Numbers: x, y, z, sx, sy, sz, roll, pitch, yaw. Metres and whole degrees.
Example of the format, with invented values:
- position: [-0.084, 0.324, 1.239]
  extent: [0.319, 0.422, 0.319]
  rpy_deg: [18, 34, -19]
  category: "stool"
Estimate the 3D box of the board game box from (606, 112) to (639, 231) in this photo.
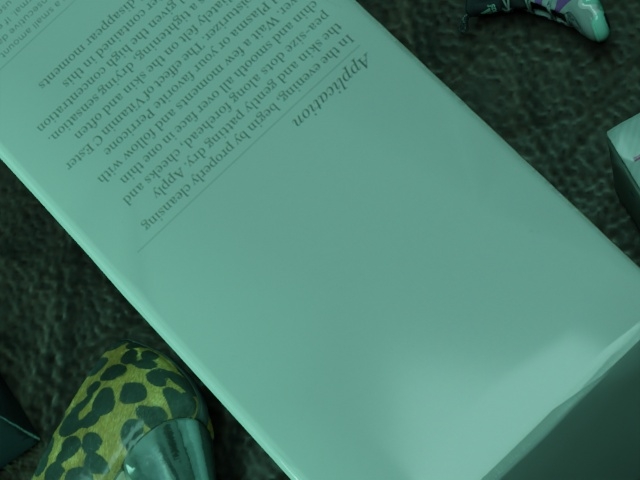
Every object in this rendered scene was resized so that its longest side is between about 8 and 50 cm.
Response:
- position: [0.324, -0.020, 0.958]
  extent: [0.303, 0.097, 0.224]
  rpy_deg: [-28, 69, 2]
  category: "board game box"

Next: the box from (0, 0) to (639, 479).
- position: [0.000, 0.000, 0.952]
  extent: [0.168, 0.215, 0.345]
  rpy_deg: [-43, 67, -2]
  category: "box"

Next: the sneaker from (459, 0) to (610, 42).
- position: [0.106, -0.128, 1.071]
  extent: [0.069, 0.038, 0.098]
  rpy_deg: [-36, 60, 2]
  category: "sneaker"

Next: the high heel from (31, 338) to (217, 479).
- position: [-0.163, 0.169, 1.030]
  extent: [0.261, 0.093, 0.186]
  rpy_deg: [-26, 52, 13]
  category: "high heel"

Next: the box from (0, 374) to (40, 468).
- position: [-0.262, 0.081, 1.057]
  extent: [0.156, 0.093, 0.158]
  rpy_deg: [-35, 69, 0]
  category: "box"
